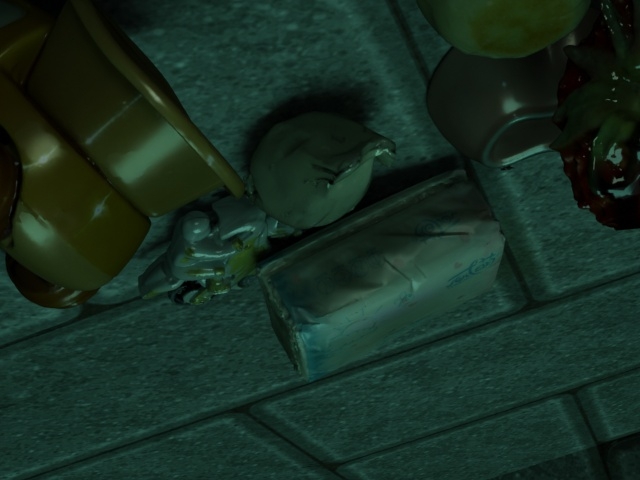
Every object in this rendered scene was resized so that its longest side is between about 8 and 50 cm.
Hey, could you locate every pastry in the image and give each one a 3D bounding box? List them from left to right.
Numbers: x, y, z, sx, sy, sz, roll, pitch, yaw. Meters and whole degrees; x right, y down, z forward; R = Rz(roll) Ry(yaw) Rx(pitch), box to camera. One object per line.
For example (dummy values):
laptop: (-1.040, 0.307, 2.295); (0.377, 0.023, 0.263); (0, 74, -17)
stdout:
pastry: (0.159, -0.221, 1.065); (0.157, 0.092, 0.156); (-6, 149, -4)

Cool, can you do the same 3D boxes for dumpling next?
dumpling: (0.004, -0.074, 1.261); (0.136, 0.118, 0.199); (-16, -174, -31)

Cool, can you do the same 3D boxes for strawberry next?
strawberry: (0.311, -0.123, 1.167); (0.138, 0.233, 0.306); (18, -174, 30)

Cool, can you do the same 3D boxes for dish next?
dish: (0.219, -0.139, 1.260); (0.213, 0.090, 0.213); (-12, 154, -6)

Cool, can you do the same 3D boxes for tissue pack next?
tissue pack: (0.070, 0.044, 1.451); (0.271, 0.124, 0.201); (-27, 163, -8)

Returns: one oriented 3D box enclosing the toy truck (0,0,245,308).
toy truck: (-0.218, -0.082, 0.962); (0.212, 0.288, 0.204); (-41, 152, -2)

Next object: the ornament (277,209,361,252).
ornament: (0.000, 0.000, 1.497); (0.125, 0.028, 0.073); (-21, 153, 8)

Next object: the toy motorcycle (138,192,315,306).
toy motorcycle: (-0.114, 0.008, 1.398); (0.229, 0.074, 0.151); (-31, 149, 28)
